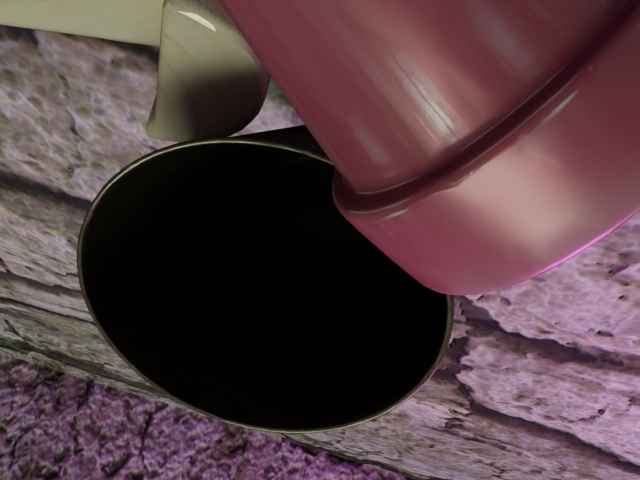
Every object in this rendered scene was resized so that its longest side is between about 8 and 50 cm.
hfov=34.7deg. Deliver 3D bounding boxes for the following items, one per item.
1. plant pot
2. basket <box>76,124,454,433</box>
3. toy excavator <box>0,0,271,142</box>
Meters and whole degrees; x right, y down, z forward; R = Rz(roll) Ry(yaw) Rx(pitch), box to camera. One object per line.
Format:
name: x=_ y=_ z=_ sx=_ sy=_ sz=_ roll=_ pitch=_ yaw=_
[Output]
plant pot: x=0.047 y=-0.110 z=0.400 sx=0.180 sy=0.201 sz=0.201 roll=43 pitch=152 yaw=-17
basket: x=0.000 y=0.000 z=0.626 sx=0.204 sy=0.154 sz=0.227 roll=10 pitch=-164 yaw=15
toy excavator: x=-0.299 y=-0.128 z=0.621 sx=0.432 sy=0.222 sz=0.445 roll=27 pitch=149 yaw=-27
